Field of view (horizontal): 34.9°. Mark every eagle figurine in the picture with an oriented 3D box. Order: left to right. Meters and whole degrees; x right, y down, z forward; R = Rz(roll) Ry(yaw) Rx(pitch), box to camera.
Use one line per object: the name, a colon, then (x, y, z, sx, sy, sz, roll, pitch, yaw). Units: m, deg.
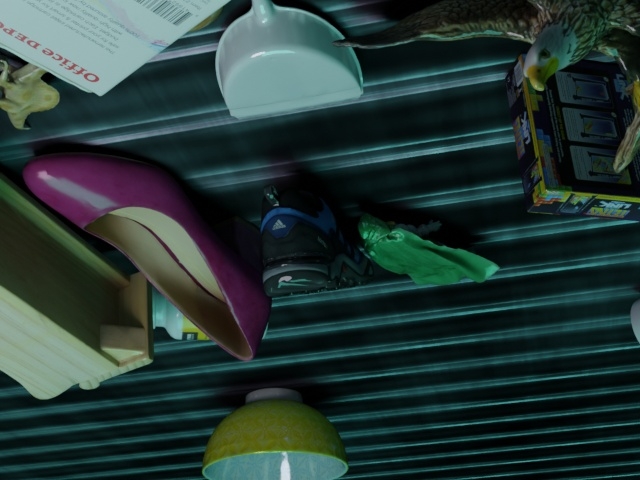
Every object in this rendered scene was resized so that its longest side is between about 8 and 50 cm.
eagle figurine: (0.186, -0.206, 0.880, 0.298, 0.225, 0.226, 27, 107, 5)

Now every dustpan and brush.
dustpan and brush: (-0.046, -0.198, 0.983, 0.147, 0.060, 0.211, -8, 160, 9)

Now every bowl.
bowl: (-0.092, 0.384, 2.022, 0.290, 0.156, 0.289, -2, 154, -1)

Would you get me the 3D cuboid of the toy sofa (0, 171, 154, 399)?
toy sofa: (-0.374, 0.048, 1.264, 0.177, 0.150, 0.362, -22, 142, 16)

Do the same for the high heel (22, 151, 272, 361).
high heel: (-0.200, 0.022, 1.256, 0.377, 0.181, 0.127, 21, 145, -39)

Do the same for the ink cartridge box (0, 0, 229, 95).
ink cartridge box: (-0.183, -0.229, 0.848, 0.154, 0.093, 0.212, 27, 140, -37)

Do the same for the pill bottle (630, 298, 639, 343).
pill bottle: (0.591, 0.103, 1.557, 0.119, 0.119, 0.208, 18, 147, -35)

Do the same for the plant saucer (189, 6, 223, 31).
plant saucer: (-0.133, -0.221, 0.961, 0.083, 0.015, 0.083, -2, 153, -1)

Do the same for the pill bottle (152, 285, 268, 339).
pill bottle: (-0.171, 0.095, 1.494, 0.184, 0.103, 0.103, 1, 153, -8)

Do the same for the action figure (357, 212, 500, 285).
action figure: (0.127, 0.010, 1.393, 0.137, 0.063, 0.232, -19, 153, 34)

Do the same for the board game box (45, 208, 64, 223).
board game box: (-0.434, 0.014, 1.350, 0.126, 0.026, 0.186, 14, 136, -31)

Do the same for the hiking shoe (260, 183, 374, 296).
hiking shoe: (0.000, 0.000, 1.314, 0.113, 0.132, 0.304, -9, 176, 10)

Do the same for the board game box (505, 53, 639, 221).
board game box: (0.274, -0.106, 1.051, 0.141, 0.170, 0.048, 6, 151, -14)

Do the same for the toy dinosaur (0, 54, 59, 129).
toy dinosaur: (-0.319, -0.148, 1.051, 0.093, 0.053, 0.183, 9, 151, -25)
